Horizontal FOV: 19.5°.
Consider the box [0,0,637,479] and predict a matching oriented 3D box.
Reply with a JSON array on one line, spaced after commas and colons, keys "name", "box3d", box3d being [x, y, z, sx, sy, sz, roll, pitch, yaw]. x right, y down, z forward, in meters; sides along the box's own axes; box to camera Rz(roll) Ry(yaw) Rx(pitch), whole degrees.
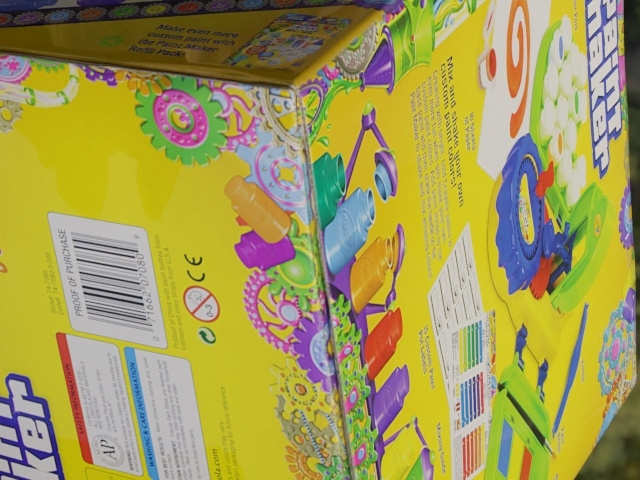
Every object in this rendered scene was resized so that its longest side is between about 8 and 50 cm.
[{"name": "box", "box3d": [0.000, 0.000, 0.764, 0.177, 0.290, 0.279, 10, -147, 28]}]
